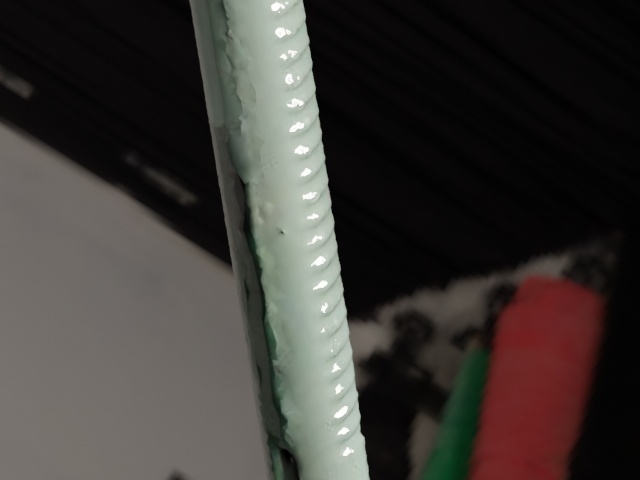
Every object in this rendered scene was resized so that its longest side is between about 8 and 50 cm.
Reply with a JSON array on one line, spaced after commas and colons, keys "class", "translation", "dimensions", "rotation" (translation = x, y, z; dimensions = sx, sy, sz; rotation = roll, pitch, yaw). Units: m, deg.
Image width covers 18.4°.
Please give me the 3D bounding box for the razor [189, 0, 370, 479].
[{"class": "razor", "translation": [-0.004, 0.003, 0.336], "dimensions": [0.084, 0.211, 0.036], "rotation": [11, -144, 36]}]
